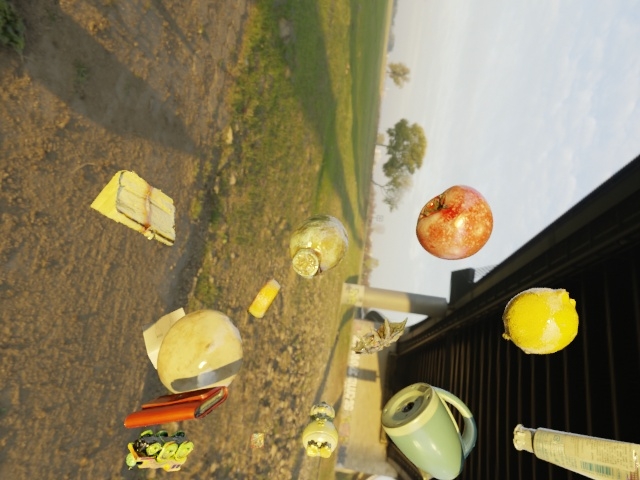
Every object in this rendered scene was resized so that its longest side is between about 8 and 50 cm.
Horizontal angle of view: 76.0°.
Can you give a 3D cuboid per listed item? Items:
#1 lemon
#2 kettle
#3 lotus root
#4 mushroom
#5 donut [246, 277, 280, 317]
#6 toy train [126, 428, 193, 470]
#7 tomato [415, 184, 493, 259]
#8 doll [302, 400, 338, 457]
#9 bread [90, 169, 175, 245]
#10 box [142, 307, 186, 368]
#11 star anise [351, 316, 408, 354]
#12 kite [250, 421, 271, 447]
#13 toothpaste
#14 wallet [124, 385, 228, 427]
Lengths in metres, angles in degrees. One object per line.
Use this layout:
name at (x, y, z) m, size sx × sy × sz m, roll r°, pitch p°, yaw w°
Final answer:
lemon at (0.602, 0.216, 1.121) m, size 0.206 × 0.174 × 0.173 m, roll -54°, pitch -172°, yaw 27°
kettle at (0.460, 0.753, 1.612) m, size 0.320 × 0.342 × 0.247 m, roll -37°, pitch -176°, yaw -12°
lotus root at (0.001, -0.002, 1.280) m, size 0.349 × 0.175 × 0.174 m, roll -66°, pitch 162°, yaw -70°
mushroom at (-0.369, 0.384, 1.361) m, size 0.290 × 0.298 × 0.297 m, roll 48°, pitch 45°, yaw -50°
donut at (-0.221, 0.238, 1.648) m, size 0.178 × 0.066 × 0.162 m, roll -60°, pitch 173°, yaw 32°
toy train at (-0.666, 0.876, 1.700) m, size 0.160 × 0.101 × 0.296 m, roll -55°, pitch 142°, yaw -4°
tomato at (0.468, -0.052, 1.425) m, size 0.270 × 0.227 × 0.270 m, roll -45°, pitch -168°, yaw 12°
doll at (0.002, 0.745, 1.645) m, size 0.296 × 0.142 × 0.117 m, roll -85°, pitch 172°, yaw -67°
bread at (-0.650, -0.114, 1.514) m, size 0.263 × 0.236 × 0.198 m, roll 36°, pitch 84°, yaw -43°
box at (-0.694, 0.447, 1.893) m, size 0.252 × 0.203 × 0.106 m, roll 37°, pitch -35°, yaw 55°
star anise at (0.202, 0.328, 1.365) m, size 0.180 × 0.205 × 0.061 m, roll 82°, pitch -16°, yaw -56°
kite at (-0.169, 0.538, 1.136) m, size 0.002 × 0.044 × 0.077 m, roll 80°, pitch 27°, yaw -67°
toothpaste at (0.628, 0.517, 0.992) m, size 0.299 × 0.073 × 0.113 m, roll -10°, pitch -105°, yaw 53°
wallet at (-0.346, 0.402, 0.994) m, size 0.142 × 0.205 × 0.045 m, roll -5°, pitch 80°, yaw -71°
